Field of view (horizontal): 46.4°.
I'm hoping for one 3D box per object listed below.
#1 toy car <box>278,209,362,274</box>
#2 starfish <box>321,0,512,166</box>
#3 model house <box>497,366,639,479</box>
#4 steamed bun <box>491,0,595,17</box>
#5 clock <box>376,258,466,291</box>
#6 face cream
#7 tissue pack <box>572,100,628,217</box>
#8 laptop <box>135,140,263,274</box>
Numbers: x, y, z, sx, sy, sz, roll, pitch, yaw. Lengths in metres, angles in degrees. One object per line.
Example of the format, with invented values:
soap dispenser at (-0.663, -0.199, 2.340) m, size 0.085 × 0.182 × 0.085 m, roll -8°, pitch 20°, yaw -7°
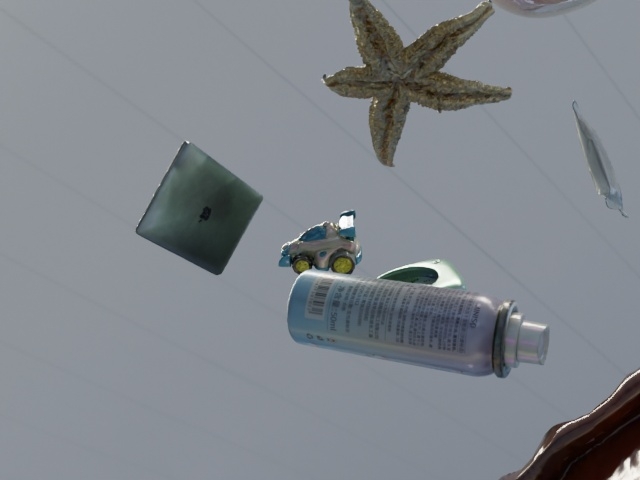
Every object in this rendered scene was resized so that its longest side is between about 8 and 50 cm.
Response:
toy car at (0.000, 0.000, 1.436) m, size 0.161 × 0.126 × 0.098 m, roll 1°, pitch -67°, yaw 4°
starfish at (0.119, -0.189, 0.901) m, size 0.231 × 0.048 × 0.295 m, roll -9°, pitch -39°, yaw 5°
model house at (0.227, 0.218, 0.396) m, size 0.254 × 0.160 × 0.196 m, roll 30°, pitch -52°, yaw -2°
steamed bun at (0.353, -0.501, 1.168) m, size 0.309 × 0.309 × 0.309 m, roll -6°, pitch -48°, yaw -7°
clock at (0.157, 0.102, 1.370) m, size 0.211 × 0.159 × 0.066 m, roll -14°, pitch -72°, yaw 2°
face cream at (0.085, 0.076, 0.671) m, size 0.229 × 0.075 × 0.075 m, roll 7°, pitch -42°, yaw 26°
tissue pack at (0.473, -0.135, 1.267) m, size 0.026 × 0.193 × 0.122 m, roll -25°, pitch -21°, yaw 29°
laptop at (-0.219, -0.052, 1.400) m, size 0.188 × 0.015 × 0.269 m, roll -62°, pitch -32°, yaw -5°
